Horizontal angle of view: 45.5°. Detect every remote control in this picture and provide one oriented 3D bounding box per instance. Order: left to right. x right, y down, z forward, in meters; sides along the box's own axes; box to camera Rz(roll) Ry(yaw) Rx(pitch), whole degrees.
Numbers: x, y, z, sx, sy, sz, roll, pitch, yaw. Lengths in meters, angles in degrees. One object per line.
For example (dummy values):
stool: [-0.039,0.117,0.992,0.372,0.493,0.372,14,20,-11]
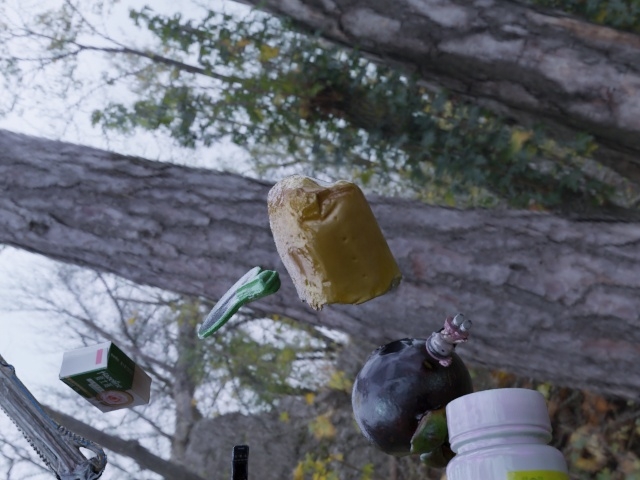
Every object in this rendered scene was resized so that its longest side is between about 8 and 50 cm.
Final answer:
remote control: [-0.162,0.456,1.519,0.039,0.014,0.096,9,-105,-39]

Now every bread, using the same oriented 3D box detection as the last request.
bread: [0.000,0.000,2.105,0.250,0.361,0.394,-31,-75,-19]

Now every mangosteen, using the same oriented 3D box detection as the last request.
mangosteen: [0.223,0.368,1.748,0.311,0.311,0.311,-56,-22,-37]

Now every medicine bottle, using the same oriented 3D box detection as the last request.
medicine bottle: [0.332,0.466,1.322,0.213,0.213,0.378,75,-171,-61]

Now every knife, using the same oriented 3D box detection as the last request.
knife: [-0.515,0.319,1.386,0.089,0.365,0.043,-46,-25,-16]

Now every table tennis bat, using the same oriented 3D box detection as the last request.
table tennis bat: [-0.137,0.097,1.307,0.160,0.039,0.257,-54,14,-31]

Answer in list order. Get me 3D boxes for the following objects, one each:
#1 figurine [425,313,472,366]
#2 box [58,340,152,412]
figurine: [0.275,0.207,1.610,0.129,0.072,0.054,-56,-5,37]
box: [-0.518,0.334,1.853,0.199,0.135,0.081,58,-157,-48]
